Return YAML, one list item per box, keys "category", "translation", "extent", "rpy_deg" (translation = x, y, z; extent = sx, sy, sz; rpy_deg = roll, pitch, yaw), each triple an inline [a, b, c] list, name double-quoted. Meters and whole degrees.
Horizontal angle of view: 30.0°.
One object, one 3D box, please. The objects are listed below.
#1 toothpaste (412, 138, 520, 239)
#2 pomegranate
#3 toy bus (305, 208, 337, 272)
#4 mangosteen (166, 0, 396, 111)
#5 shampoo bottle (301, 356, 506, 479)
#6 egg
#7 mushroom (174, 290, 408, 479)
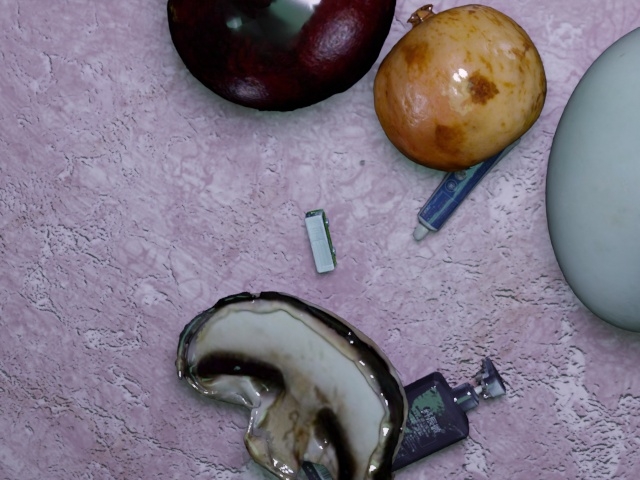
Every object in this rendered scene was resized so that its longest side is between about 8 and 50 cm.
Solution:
- category: "toothpaste"
  translation: [0.189, -0.078, 1.613]
  extent: [0.057, 0.035, 0.197]
  rpy_deg: [36, 104, -8]
- category: "pomegranate"
  translation: [0.167, -0.197, 1.493]
  extent: [0.215, 0.215, 0.215]
  rpy_deg: [2, 105, 8]
- category: "toy bus"
  translation: [0.000, 0.000, 1.659]
  extent: [0.031, 0.037, 0.083]
  rpy_deg: [-12, 102, 11]
- category: "mangosteen"
  translation: [-0.053, -0.301, 1.456]
  extent: [0.297, 0.293, 0.297]
  rpy_deg: [1, 95, 16]
- category: "shampoo bottle"
  translation: [0.118, 0.264, 1.694]
  extent: [0.309, 0.071, 0.098]
  rpy_deg: [-28, 98, 14]
- category: "egg"
  translation: [0.414, -0.076, 1.454]
  extent: [0.276, 0.276, 0.388]
  rpy_deg: [7, 103, 6]
- category: "mushroom"
  translation: [-0.028, 0.204, 1.648]
  extent: [0.344, 0.130, 0.247]
  rpy_deg: [21, 102, 22]
